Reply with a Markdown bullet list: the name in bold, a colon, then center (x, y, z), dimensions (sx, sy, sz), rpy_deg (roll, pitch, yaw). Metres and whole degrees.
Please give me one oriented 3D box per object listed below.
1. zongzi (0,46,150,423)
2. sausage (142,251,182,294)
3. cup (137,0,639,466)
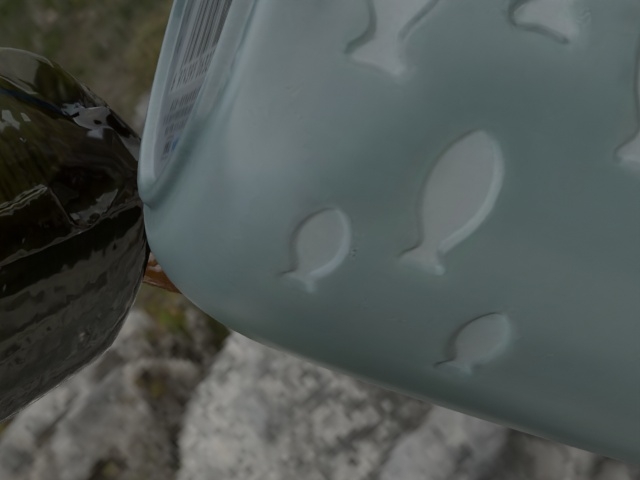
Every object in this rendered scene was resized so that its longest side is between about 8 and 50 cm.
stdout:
- **zongzi**: center (-0.323, -0.032, 0.716), dimensions (0.432, 0.208, 0.403), rpy_deg (36, 42, 18)
- **sausage**: center (-0.001, 0.002, 0.984), dimensions (0.302, 0.076, 0.103), rpy_deg (8, 23, -6)
- **cup**: center (0.109, -0.102, 0.566), dimensions (0.259, 0.274, 0.357), rpy_deg (-102, 30, -65)
